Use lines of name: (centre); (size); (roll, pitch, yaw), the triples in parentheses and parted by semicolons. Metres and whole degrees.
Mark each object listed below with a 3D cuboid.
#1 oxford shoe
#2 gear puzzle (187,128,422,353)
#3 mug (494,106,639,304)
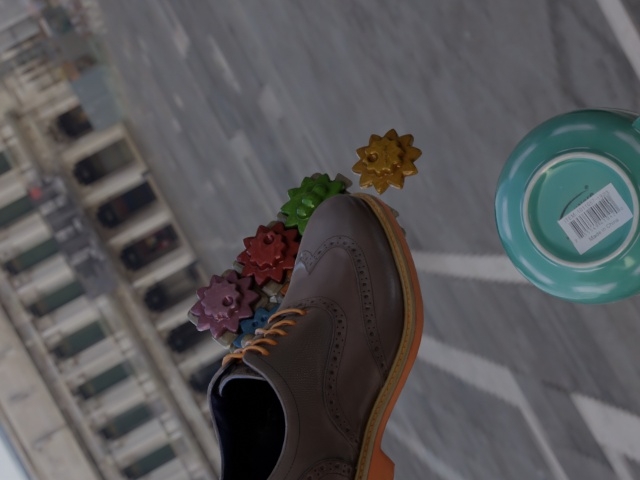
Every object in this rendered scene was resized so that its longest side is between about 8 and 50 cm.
oxford shoe: (-0.009, 0.096, 1.150); (0.133, 0.130, 0.363); (31, -133, -30)
gear puzzle: (0.000, 0.000, 1.668); (0.175, 0.339, 0.044); (35, 169, 35)
mug: (0.181, -0.036, 0.945); (0.097, 0.129, 0.157); (-13, -70, -68)
